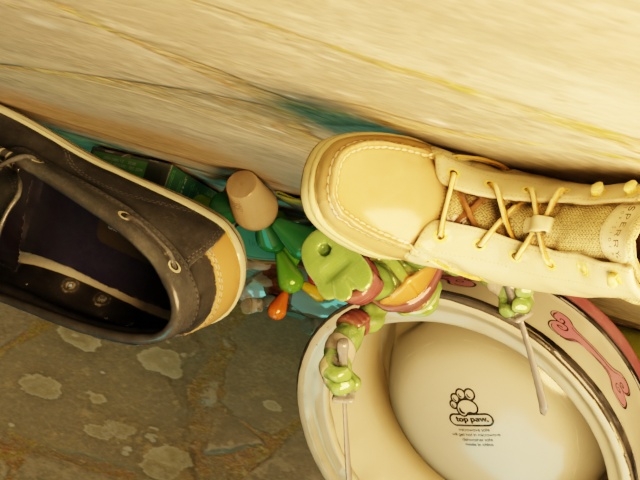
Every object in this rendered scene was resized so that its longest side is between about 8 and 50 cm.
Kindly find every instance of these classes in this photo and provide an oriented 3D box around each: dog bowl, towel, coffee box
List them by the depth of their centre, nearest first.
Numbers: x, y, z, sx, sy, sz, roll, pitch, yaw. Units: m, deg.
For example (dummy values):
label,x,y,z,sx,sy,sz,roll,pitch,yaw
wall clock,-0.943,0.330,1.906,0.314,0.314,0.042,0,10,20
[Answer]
label,x,y,z,sx,sy,sz,roll,pitch,yaw
towel,-0.006,-0.035,1.522,0.060,0.009,0.083,13,172,35
dog bowl,0.183,0.197,1.547,0.408,0.408,0.150,13,-145,30
coffee box,-0.184,-0.059,1.630,0.113,0.040,0.184,14,173,24

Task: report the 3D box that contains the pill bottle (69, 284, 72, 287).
label,x,y,z,sx,sy,sz,roll,pitch,yaw
pill bottle,-0.291,0.008,1.954,0.153,0.153,0.265,13,173,26

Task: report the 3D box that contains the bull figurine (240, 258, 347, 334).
label,x,y,z,sx,sy,sz,roll,pitch,yaw
bull figurine,-0.014,0.066,1.913,0.310,0.101,0.188,7,-172,34

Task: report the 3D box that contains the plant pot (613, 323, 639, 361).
label,x,y,z,sx,sy,sz,roll,pitch,yaw
plant pot,0.357,0.257,1.769,0.353,0.366,0.366,27,175,8

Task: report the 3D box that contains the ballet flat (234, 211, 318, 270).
label,x,y,z,sx,sy,sz,roll,pitch,yaw
ballet flat,0.000,0.000,1.610,0.232,0.080,0.073,15,-154,38

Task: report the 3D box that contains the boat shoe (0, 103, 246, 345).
label,x,y,z,sx,sy,sz,roll,pitch,yaw
boat shoe,-0.323,-0.023,1.437,0.500,0.186,0.156,21,-154,10

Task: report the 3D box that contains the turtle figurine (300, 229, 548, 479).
label,x,y,z,sx,sy,sz,roll,pitch,yaw
turtle figurine,0.095,0.071,1.255,0.198,0.274,0.266,-1,160,15

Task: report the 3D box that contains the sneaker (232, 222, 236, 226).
label,x,y,z,sx,sy,sz,roll,pitch,yaw
sneaker,-0.112,-0.008,1.823,0.059,0.053,0.144,13,174,14

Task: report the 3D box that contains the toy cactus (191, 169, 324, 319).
label,x,y,z,sx,sy,sz,roll,pitch,yaw
toy cactus,-0.068,-0.011,1.497,0.219,0.112,0.180,35,166,28

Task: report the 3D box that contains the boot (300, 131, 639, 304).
label,x,y,z,sx,sy,sz,roll,pitch,yaw
boot,0.137,-0.014,0.974,0.262,0.095,0.203,19,174,-33
